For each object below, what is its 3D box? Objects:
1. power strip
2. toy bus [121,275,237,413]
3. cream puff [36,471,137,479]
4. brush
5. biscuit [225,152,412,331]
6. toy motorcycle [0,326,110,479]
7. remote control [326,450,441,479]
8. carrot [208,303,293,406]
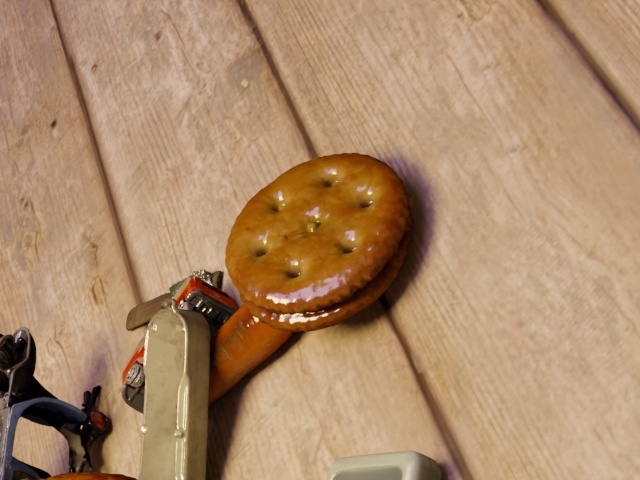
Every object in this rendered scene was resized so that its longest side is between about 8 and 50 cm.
[{"bbox_3d":[-0.167,0.209,1.800,0.080,0.048,0.285,-1,86,40],"label":"power strip"},{"bbox_3d":[-0.172,0.126,1.912,0.174,0.079,0.077,-52,27,17],"label":"toy bus"},{"bbox_3d":[-0.261,0.399,1.697,0.303,0.212,0.303,-3,66,8],"label":"cream puff"},{"bbox_3d":[-0.193,0.074,2.012,0.190,0.028,0.034,-24,48,44],"label":"brush"},{"bbox_3d":[0.000,0.000,1.731,0.221,0.066,0.220,-16,46,18],"label":"biscuit"},{"bbox_3d":[-0.367,0.286,1.953,0.125,0.213,0.358,-15,61,45],"label":"toy motorcycle"},{"bbox_3d":[0.035,0.347,1.510,0.140,0.056,0.296,-15,56,49],"label":"remote control"},{"bbox_3d":[-0.099,0.126,1.822,0.225,0.067,0.067,-42,40,29],"label":"carrot"}]
